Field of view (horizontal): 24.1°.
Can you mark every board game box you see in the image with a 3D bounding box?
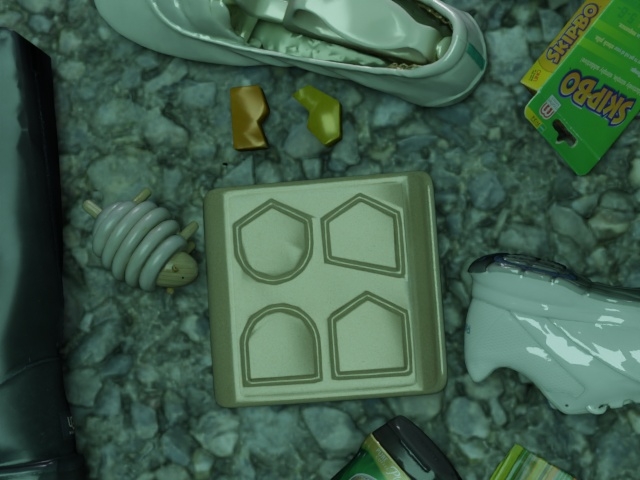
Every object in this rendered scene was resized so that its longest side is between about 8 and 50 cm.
[{"bbox_3d":[0.287,-0.191,1.381,0.259,0.124,0.039,-53,43,-3],"label":"board game box"}]

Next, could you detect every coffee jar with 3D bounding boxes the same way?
[{"bbox_3d":[0.038,0.249,1.377,0.184,0.079,0.096,-42,72,1],"label":"coffee jar"}]

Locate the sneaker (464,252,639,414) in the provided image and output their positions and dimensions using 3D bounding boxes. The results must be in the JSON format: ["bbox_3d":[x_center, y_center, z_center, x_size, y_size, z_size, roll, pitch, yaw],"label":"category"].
[{"bbox_3d":[0.270,0.102,1.367,0.297,0.111,0.129,15,101,13],"label":"sneaker"}]

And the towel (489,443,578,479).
[{"bbox_3d":[0.254,0.288,1.374,0.237,0.021,0.102,30,88,10],"label":"towel"}]

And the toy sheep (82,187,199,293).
[{"bbox_3d":[-0.172,0.001,1.435,0.132,0.091,0.091,32,88,14],"label":"toy sheep"}]

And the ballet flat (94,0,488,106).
[{"bbox_3d":[-0.035,-0.225,1.421,0.400,0.139,0.139,16,85,9],"label":"ballet flat"}]

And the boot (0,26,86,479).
[{"bbox_3d":[-0.421,0.039,1.427,0.367,0.146,0.445,-7,86,-3],"label":"boot"}]

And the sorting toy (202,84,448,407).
[{"bbox_3d":[0.000,0.000,1.435,0.229,0.041,0.307,-5,83,11],"label":"sorting toy"}]
